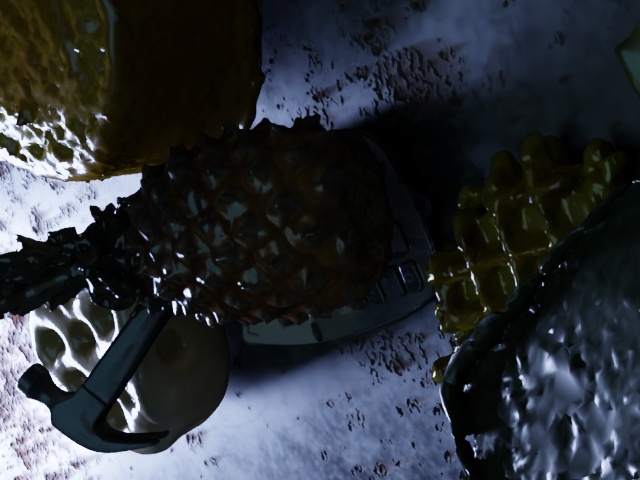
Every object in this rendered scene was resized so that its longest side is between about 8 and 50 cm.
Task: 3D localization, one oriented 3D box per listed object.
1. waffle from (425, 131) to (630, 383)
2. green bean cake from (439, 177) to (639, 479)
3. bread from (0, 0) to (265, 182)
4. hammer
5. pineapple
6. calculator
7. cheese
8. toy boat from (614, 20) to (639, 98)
[{"bbox_3d":[0.183,0.060,1.152,0.260,0.069,0.293,42,134,22],"label":"waffle"},{"bbox_3d":[0.204,0.112,0.963,0.255,0.132,0.241,-55,35,37],"label":"green bean cake"},{"bbox_3d":[-0.212,-0.215,1.319,0.358,0.204,0.337,23,121,39],"label":"bread"},{"bbox_3d":[-0.144,0.068,1.379,0.137,0.037,0.290,39,110,6],"label":"hammer"},{"bbox_3d":[-0.121,0.000,1.249,0.361,0.175,0.175,-10,104,21],"label":"pineapple"},{"bbox_3d":[0.000,0.000,1.331,0.268,0.040,0.177,-17,98,48],"label":"calculator"},{"bbox_3d":[-0.188,0.090,1.515,0.218,0.117,0.235,19,124,41],"label":"cheese"},{"bbox_3d":[0.274,-0.141,0.939,0.111,0.084,0.276,58,140,9],"label":"toy boat"}]
